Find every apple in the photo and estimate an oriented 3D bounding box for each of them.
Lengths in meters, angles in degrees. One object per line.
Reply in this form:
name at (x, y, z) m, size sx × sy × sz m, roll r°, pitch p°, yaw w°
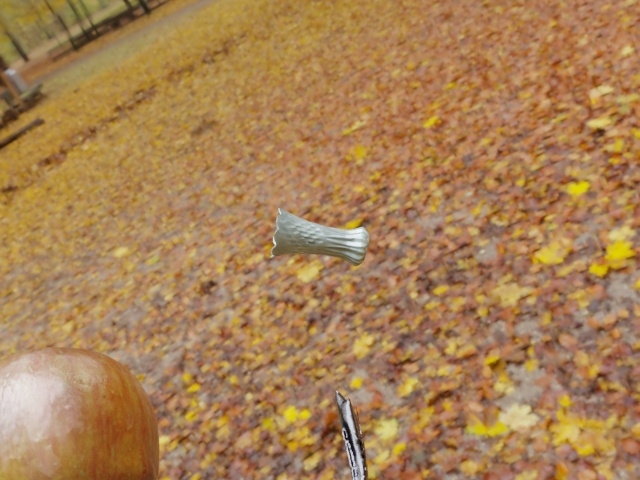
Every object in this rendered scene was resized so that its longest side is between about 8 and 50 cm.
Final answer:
apple at (-0.270, 0.215, 0.820) m, size 0.211 × 0.211 × 0.187 m, roll -26°, pitch 52°, yaw 9°

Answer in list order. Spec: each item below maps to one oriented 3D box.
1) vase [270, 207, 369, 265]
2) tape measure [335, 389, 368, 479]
vase at (0.000, 0.000, 1.269) m, size 0.149 × 0.081 × 0.081 m, roll 10°, pitch 24°, yaw -5°
tape measure at (-0.013, 0.317, 0.691) m, size 0.215 × 0.098 × 0.351 m, roll -34°, pitch 51°, yaw 15°
